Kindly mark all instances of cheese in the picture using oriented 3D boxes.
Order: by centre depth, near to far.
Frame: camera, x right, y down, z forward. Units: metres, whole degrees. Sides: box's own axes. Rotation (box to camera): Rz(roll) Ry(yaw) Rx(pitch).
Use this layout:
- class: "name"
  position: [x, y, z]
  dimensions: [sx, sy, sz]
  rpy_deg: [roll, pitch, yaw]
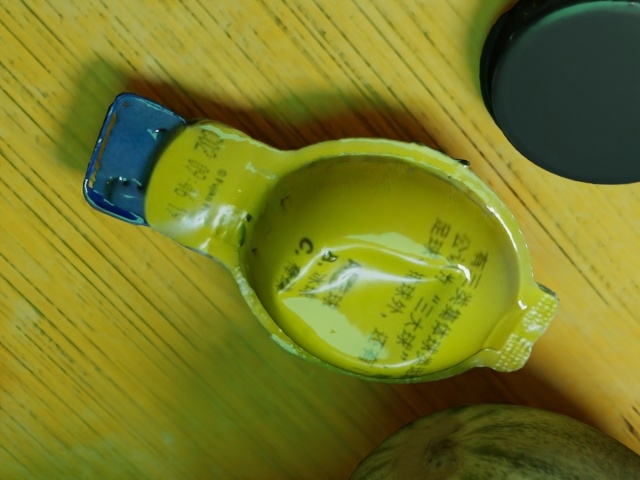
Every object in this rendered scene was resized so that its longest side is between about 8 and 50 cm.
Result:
- class: "cheese"
  position: [0.000, 0.000, 1.035]
  dimensions: [0.270, 0.069, 0.177]
  rpy_deg: [23, 129, -4]

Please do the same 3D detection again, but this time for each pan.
- class: "pan"
  position: [0.122, -0.115, 0.939]
  dimensions: [0.136, 0.028, 0.235]
  rpy_deg: [-22, 122, 26]

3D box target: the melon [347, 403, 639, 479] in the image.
- class: "melon"
  position: [0.131, 0.241, 1.097]
  dimensions: [0.248, 0.248, 0.329]
  rpy_deg: [-18, 121, 24]
